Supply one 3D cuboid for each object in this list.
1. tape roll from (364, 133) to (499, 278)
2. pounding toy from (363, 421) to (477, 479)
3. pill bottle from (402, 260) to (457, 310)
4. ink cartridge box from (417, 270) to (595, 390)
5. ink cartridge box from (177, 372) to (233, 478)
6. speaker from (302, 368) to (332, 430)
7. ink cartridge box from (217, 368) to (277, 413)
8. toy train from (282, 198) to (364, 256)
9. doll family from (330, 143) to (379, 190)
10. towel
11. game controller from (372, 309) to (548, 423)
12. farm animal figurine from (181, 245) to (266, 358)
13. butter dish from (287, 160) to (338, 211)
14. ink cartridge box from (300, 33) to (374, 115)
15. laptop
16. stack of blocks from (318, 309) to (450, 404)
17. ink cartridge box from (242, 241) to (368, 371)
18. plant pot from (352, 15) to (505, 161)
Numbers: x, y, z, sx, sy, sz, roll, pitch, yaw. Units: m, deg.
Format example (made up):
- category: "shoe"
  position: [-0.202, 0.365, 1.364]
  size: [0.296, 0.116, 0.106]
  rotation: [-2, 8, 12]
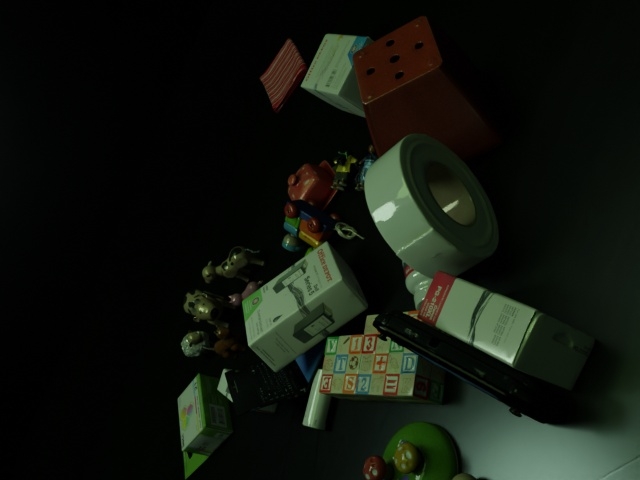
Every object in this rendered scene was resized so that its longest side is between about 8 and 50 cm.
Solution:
- category: "tape roll"
  position: [0.221, -0.067, 1.287]
  size: [0.100, 0.286, 0.286]
  rotation: [-36, 43, 37]
- category: "pounding toy"
  position: [0.165, 0.436, 1.213]
  size: [0.183, 0.110, 0.237]
  rotation: [-61, 33, 9]
- category: "pill bottle"
  position: [0.226, 0.058, 1.364]
  size: [0.108, 0.107, 0.180]
  rotation: [-37, 42, 37]
- category: "ink cartridge box"
  position: [0.312, 0.150, 1.123]
  size: [0.237, 0.171, 0.100]
  rotation: [24, 90, 57]
- category: "ink cartridge box"
  position: [-0.373, 0.548, 1.924]
  size: [0.255, 0.097, 0.189]
  rotation: [-49, 37, 24]
- category: "speaker"
  position: [-0.001, 0.371, 1.540]
  size: [0.055, 0.055, 0.136]
  rotation: [-7, 64, 53]
- category: "ink cartridge box"
  position: [-0.192, 0.399, 1.745]
  size: [0.150, 0.109, 0.063]
  rotation: [14, 87, 57]
- category: "toy train"
  position: [0.000, 0.000, 1.749]
  size: [0.248, 0.105, 0.144]
  rotation: [33, 119, 31]
- category: "doll family"
  position: [0.094, -0.195, 1.736]
  size: [0.192, 0.076, 0.112]
  rotation: [7, 77, 37]
- category: "towel"
  position: [-0.136, -0.599, 2.363]
  size: [0.199, 0.031, 0.275]
  rotation: [-50, 36, 22]
- category: "game controller"
  position: [0.237, 0.218, 1.126]
  size: [0.319, 0.166, 0.067]
  rotation: [27, 74, 36]
- category: "farm animal figurine"
  position: [-0.326, 0.186, 2.011]
  size: [0.326, 0.172, 0.331]
  rotation: [-15, 58, 51]
- category: "butter dish"
  position: [-0.040, -0.153, 1.865]
  size: [0.160, 0.118, 0.160]
  rotation: [-55, 34, 18]
- category: "ink cartridge box"
  position: [0.092, -0.453, 1.817]
  size: [0.171, 0.168, 0.232]
  rotation: [-63, 33, 5]
- category: "laptop"
  position: [-0.112, 0.286, 1.628]
  size: [0.234, 0.264, 0.137]
  rotation: [-139, 35, -71]
- category: "stack of blocks"
  position: [0.131, 0.251, 1.397]
  size: [0.297, 0.087, 0.171]
  rotation: [-15, 58, 51]
- category: "ink cartridge box"
  position: [-0.043, 0.154, 1.578]
  size: [0.272, 0.115, 0.198]
  rotation: [-36, 28, 7]
- category: "plant pot"
  position: [0.208, -0.317, 1.434]
  size: [0.267, 0.236, 0.267]
  rotation: [-25, 48, 20]
